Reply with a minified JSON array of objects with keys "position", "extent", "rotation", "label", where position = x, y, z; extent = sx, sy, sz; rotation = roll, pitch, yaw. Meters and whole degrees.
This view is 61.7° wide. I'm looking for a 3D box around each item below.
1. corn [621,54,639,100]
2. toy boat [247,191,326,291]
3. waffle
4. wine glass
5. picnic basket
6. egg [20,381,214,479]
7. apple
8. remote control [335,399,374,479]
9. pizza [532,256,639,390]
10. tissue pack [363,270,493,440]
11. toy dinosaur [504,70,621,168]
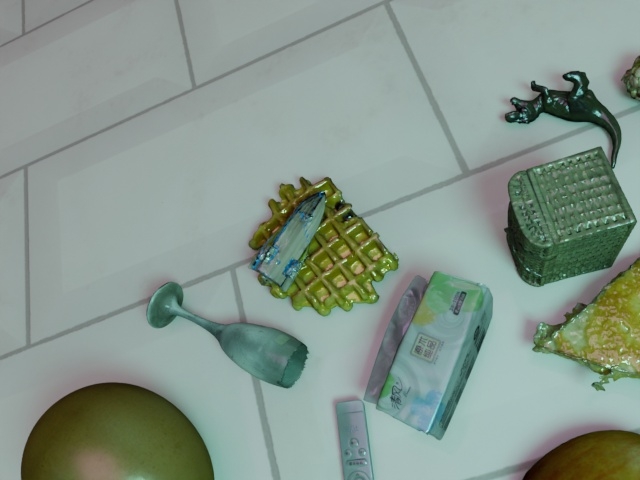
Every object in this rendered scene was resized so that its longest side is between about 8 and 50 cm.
[{"position":[0.660,-0.251,0.898],"extent":[0.281,0.092,0.092],"rotation":[22,77,20],"label":"corn"},{"position":[-0.046,-0.006,0.977],"extent":[0.084,0.066,0.210],"rotation":[34,74,-4],"label":"toy boat"},{"position":[-0.001,0.000,1.023],"extent":[0.309,0.065,0.283],"rotation":[5,71,19],"label":"waffle"},{"position":[-0.173,0.105,0.940],"extent":[0.310,0.264,0.096],"rotation":[19,40,24],"label":"wine glass"},{"position":[0.368,-0.025,0.834],"extent":[0.154,0.196,0.134],"rotation":[-15,65,13],"label":"picnic basket"},{"position":[-0.322,0.371,0.869],"extent":[0.322,0.250,0.250],"rotation":[23,77,20],"label":"egg"},{"position":[0.355,0.409,0.679],"extent":[0.179,0.254,0.346],"rotation":[30,81,-6],"label":"apple"},{"position":[0.060,0.357,0.875],"extent":[0.050,0.027,0.184],"rotation":[-12,70,15],"label":"remote control"},{"position":[0.464,0.128,0.809],"extent":[0.288,0.075,0.280],"rotation":[-9,61,13],"label":"pizza"},{"position":[0.162,0.172,0.841],"extent":[0.145,0.159,0.229],"rotation":[19,76,25],"label":"tissue pack"},{"position":[0.448,-0.217,0.990],"extent":[0.187,0.087,0.179],"rotation":[-3,104,34],"label":"toy dinosaur"}]
